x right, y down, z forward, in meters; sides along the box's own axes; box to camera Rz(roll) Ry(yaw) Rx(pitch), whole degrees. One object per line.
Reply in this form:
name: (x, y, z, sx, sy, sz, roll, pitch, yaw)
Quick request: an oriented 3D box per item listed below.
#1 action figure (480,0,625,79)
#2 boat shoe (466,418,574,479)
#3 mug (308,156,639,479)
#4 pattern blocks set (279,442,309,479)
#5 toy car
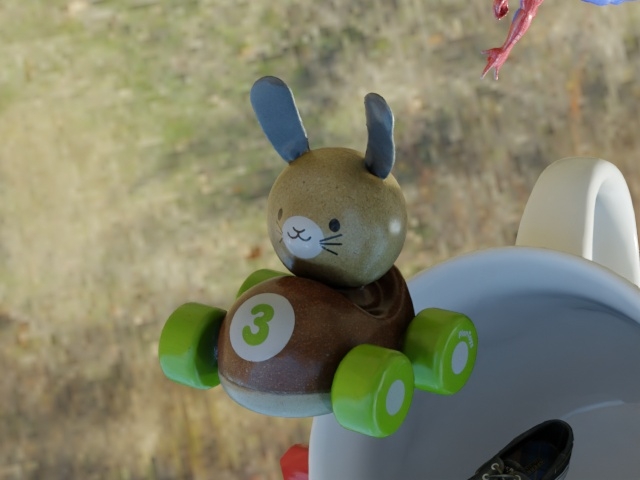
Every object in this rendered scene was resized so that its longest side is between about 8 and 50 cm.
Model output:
action figure: (0.232, -0.232, 1.864, 0.280, 0.091, 0.139, 5, 128, -42)
boat shoe: (0.122, 0.161, 1.244, 0.142, 0.049, 0.040, -32, 146, -46)
mug: (0.182, 0.125, 1.339, 0.276, 0.374, 0.328, 0, 167, 23)
pattern blocks set: (0.133, 0.211, 1.666, 0.026, 0.325, 0.285, -1, 128, -57)
toy car: (0.000, 0.000, 1.115, 0.155, 0.188, 0.149, 12, -159, 32)
